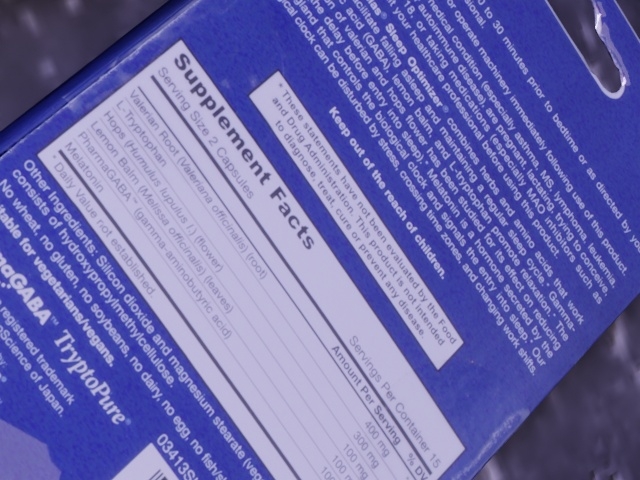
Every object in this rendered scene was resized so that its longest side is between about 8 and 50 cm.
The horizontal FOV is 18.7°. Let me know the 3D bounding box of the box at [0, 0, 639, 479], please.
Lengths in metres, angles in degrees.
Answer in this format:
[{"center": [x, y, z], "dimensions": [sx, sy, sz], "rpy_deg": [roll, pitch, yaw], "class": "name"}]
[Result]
[{"center": [0.000, 0.000, 0.471], "dimensions": [0.225, 0.036, 0.136], "rpy_deg": [-42, 106, -31], "class": "box"}]
